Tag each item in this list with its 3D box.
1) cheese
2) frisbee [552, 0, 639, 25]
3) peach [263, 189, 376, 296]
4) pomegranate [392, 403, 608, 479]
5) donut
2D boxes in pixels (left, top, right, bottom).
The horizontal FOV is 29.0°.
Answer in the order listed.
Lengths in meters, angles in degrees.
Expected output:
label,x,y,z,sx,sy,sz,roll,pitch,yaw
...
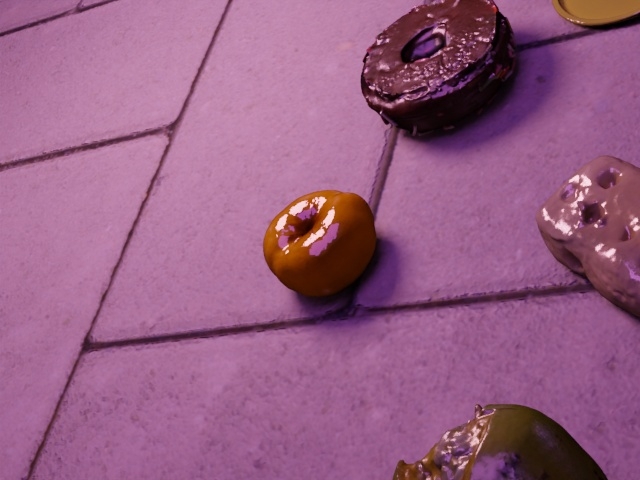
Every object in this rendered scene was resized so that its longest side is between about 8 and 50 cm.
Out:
label,x,y,z,sx,sy,sz,roll,pitch,yaw
cheese,0.387,-0.006,1.532,0.159,0.093,0.263,-42,39,-3
frisbee,0.473,-0.417,1.933,0.236,0.017,0.236,-21,42,20
peach,0.000,0.000,1.818,0.179,0.103,0.179,-21,45,22
pomegranate,0.199,0.278,1.326,0.236,0.236,0.302,-23,7,18
donut,0.185,-0.277,1.951,0.269,0.103,0.270,-20,40,18
